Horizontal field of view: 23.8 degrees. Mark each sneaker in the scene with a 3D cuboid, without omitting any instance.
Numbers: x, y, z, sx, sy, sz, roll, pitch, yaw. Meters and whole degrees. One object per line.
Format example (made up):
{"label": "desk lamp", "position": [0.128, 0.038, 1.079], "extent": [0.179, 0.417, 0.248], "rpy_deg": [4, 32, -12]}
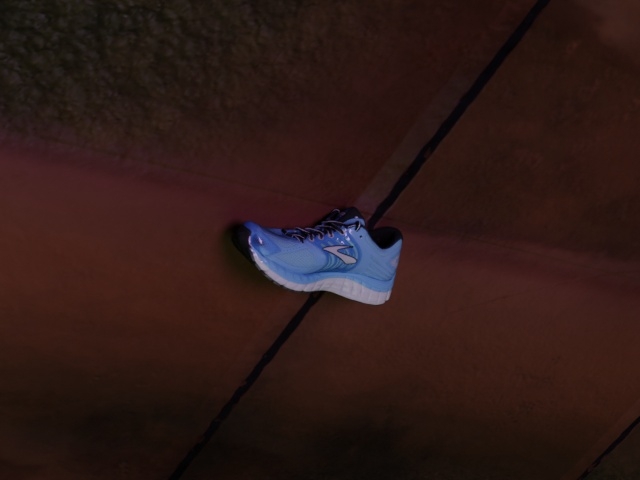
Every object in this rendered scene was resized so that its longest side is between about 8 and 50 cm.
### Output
{"label": "sneaker", "position": [0.000, 0.000, 1.206], "extent": [0.162, 0.063, 0.073], "rpy_deg": [11, 111, -41]}
